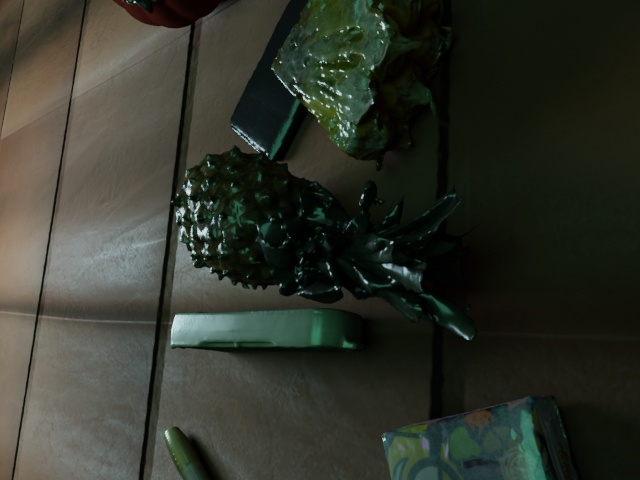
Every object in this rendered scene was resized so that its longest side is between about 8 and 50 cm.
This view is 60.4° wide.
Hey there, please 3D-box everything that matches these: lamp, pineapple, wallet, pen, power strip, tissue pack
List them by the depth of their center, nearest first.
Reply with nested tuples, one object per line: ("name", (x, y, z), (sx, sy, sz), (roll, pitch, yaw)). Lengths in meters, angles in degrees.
("tissue pack", (0.127, 0.193, 0.441), (0.148, 0.060, 0.108), (-28, 63, 37))
("pineapple", (0.001, 0.003, 0.542), (0.365, 0.166, 0.165), (18, 93, 42))
("pineapple", (0.037, -0.197, 0.588), (0.186, 0.115, 0.236), (11, 91, 44))
("power strip", (-0.067, 0.106, 0.634), (0.286, 0.080, 0.048), (-8, 73, 42))
("pen", (-0.143, 0.325, 0.689), (0.233, 0.032, 0.040), (43, 133, 40))
("wallet", (-0.038, -0.233, 0.726), (0.124, 0.025, 0.244), (43, 110, 40))
("lamp", (-0.245, -0.444, 0.843), (0.227, 0.227, 0.226), (-12, 72, 41))
